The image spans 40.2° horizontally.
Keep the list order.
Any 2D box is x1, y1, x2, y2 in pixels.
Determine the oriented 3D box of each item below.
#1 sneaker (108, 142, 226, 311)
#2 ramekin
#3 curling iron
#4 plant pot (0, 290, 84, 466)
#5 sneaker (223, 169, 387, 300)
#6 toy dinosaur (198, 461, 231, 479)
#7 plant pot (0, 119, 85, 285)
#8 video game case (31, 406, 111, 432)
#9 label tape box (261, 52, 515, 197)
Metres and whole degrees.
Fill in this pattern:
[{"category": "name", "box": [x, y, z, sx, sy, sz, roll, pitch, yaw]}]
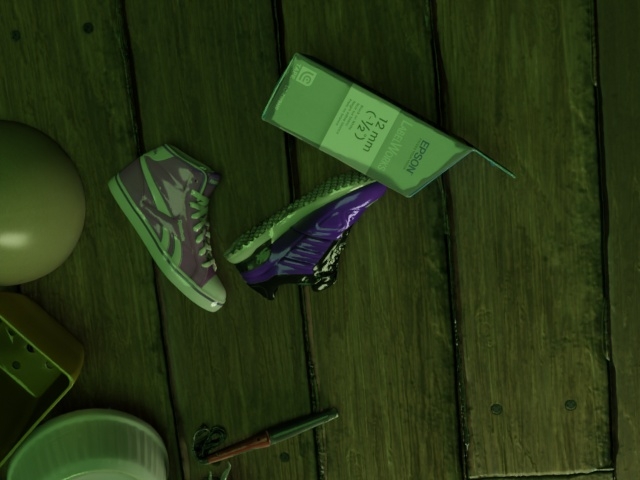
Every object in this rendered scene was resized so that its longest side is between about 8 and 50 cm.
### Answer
[{"category": "sneaker", "box": [-0.208, -0.028, 1.436, 0.161, 0.102, 0.282, -34, 96, 7]}, {"category": "ramekin", "box": [-0.382, 0.426, 1.467, 0.272, 0.127, 0.273, -9, 119, -16]}, {"category": "curling iron", "box": [-0.102, 0.334, 1.525, 0.273, 0.035, 0.068, -14, 99, 8]}, {"category": "plant pot", "box": [-0.520, 0.207, 1.461, 0.212, 0.187, 0.212, 42, 101, -4]}, {"category": "sneaker", "box": [0.000, 0.000, 1.429, 0.293, 0.102, 0.146, -30, 103, 13]}, {"category": "toy dinosaur", "box": [-0.237, 0.521, 1.548, 0.313, 0.121, 0.160, -32, 84, 15]}, {"category": "plant pot", "box": [-0.552, -0.047, 1.416, 0.284, 0.191, 0.284, 1, 101, 6]}, {"category": "video game case", "box": [-0.438, 0.374, 1.573, 0.166, 0.015, 0.119, -15, 98, 8]}, {"category": "label tape box", "box": [0.101, -0.150, 1.308, 0.347, 0.249, 0.115, 30, 101, -1]}]
